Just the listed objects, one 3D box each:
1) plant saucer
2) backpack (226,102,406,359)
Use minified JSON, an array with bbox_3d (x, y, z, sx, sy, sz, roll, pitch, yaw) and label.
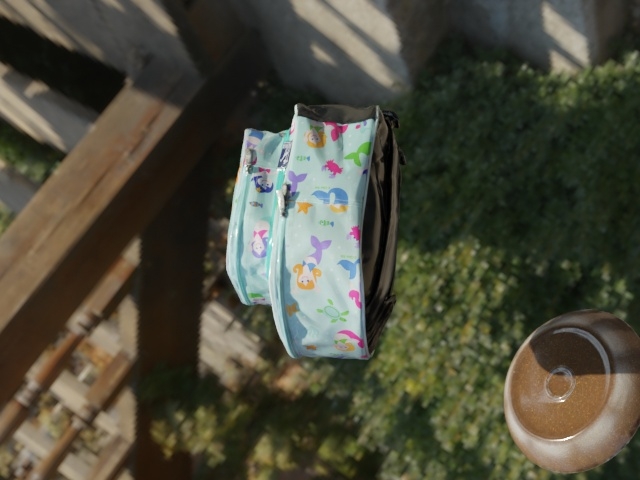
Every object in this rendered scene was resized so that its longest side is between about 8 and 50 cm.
[{"bbox_3d":[0.288,0.170,1.444,0.036,0.198,0.198,26,173,-41],"label":"plant saucer"},{"bbox_3d":[0.000,0.000,1.326,0.191,0.253,0.225,-3,158,5],"label":"backpack"}]
